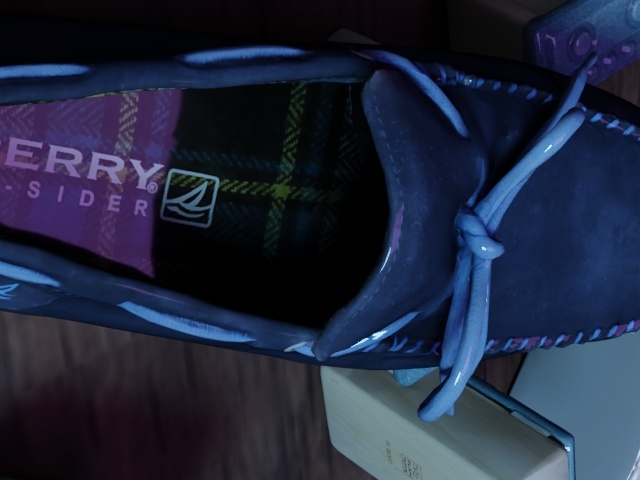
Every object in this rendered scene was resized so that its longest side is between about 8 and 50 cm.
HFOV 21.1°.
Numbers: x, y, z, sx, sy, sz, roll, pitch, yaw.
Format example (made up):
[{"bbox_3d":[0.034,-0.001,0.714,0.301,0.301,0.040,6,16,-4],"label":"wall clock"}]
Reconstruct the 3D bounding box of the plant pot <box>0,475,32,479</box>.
[{"bbox_3d":[-0.109,0.142,0.641,0.109,0.096,0.109,17,101,-49],"label":"plant pot"}]

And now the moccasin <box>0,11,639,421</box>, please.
[{"bbox_3d":[0.000,0.000,0.571,0.342,0.117,0.138,0,100,-24],"label":"moccasin"}]

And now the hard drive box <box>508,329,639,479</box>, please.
[{"bbox_3d":[0.187,0.089,0.902,0.181,0.089,0.232,12,105,-47],"label":"hard drive box"}]

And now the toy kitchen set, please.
[{"bbox_3d":[0.093,0.000,0.732,0.166,0.122,0.207,-31,132,-28],"label":"toy kitchen set"}]
